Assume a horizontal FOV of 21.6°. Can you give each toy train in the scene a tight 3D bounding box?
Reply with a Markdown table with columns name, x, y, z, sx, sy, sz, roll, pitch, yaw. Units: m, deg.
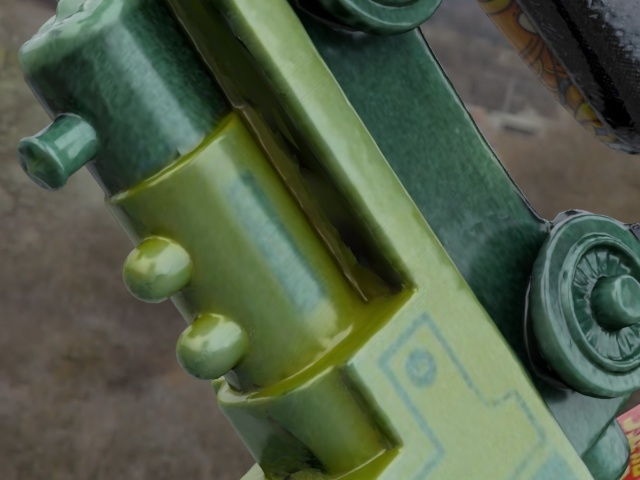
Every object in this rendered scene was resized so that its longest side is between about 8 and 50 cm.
| name | x | y | z | sx | sy | sz | roll | pitch | yaw |
| --- | --- | --- | --- | --- | --- | --- | --- | --- | --- |
| toy train | 0.000 | 0.000 | 0.731 | 0.150 | 0.369 | 0.237 | -15 | 23 | 52 |

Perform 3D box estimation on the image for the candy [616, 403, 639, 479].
| name | x | y | z | sx | sy | sz | roll | pitch | yaw |
| --- | --- | --- | --- | --- | --- | --- | --- | --- | --- |
| candy | 0.263 | 0.227 | 1.464 | 0.088 | 0.276 | 0.146 | 53 | 19 | -12 |

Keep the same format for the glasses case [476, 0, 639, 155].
| name | x | y | z | sx | sy | sz | roll | pitch | yaw |
| --- | --- | --- | --- | --- | --- | --- | --- | --- | --- |
| glasses case | 0.105 | -0.184 | 0.809 | 0.321 | 0.122 | 0.082 | 52 | -25 | -15 |
